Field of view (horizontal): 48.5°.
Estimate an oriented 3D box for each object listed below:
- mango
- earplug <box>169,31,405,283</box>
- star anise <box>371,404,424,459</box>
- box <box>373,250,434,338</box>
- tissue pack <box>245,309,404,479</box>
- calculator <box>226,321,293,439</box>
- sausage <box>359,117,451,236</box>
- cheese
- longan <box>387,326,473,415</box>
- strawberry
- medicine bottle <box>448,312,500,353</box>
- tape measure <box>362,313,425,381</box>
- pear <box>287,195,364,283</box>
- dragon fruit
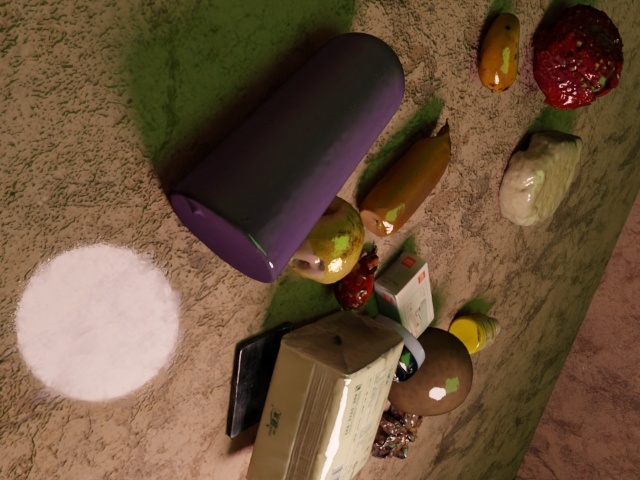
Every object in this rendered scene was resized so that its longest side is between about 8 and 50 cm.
[{"bbox_3d":[0.416,-0.431,1.646,0.115,0.090,0.178,-38,140,-45],"label":"mango"},{"bbox_3d":[-0.026,-0.162,1.174,0.456,0.215,0.215,-51,146,-20],"label":"earplug"},{"bbox_3d":[0.253,0.589,2.222,0.223,0.109,0.236,-49,144,-23],"label":"star anise"},{"bbox_3d":[0.220,0.159,1.857,0.135,0.079,0.269,-45,145,-22],"label":"box"},{"bbox_3d":[0.015,0.375,1.607,0.297,0.207,0.380,-15,125,-57],"label":"tissue pack"},{"bbox_3d":[-0.132,0.305,1.555,0.161,0.021,0.261,-20,130,-44],"label":"calculator"},{"bbox_3d":[0.211,-0.147,1.587,0.328,0.112,0.112,-50,146,-19],"label":"sausage"},{"bbox_3d":[0.666,-0.199,2.145,0.326,0.115,0.318,-55,147,-10],"label":"cheese"},{"bbox_3d":[0.297,0.368,1.990,0.258,0.258,0.258,-33,139,-35],"label":"longan"},{"bbox_3d":[0.683,-0.466,1.859,0.274,0.220,0.274,-30,137,-32],"label":"strawberry"},{"bbox_3d":[0.517,0.296,2.324,0.212,0.122,0.121,-4,118,-53],"label":"medicine bottle"},{"bbox_3d":[0.174,0.270,1.790,0.107,0.181,0.182,-47,144,-24],"label":"tape measure"},{"bbox_3d":[0.000,0.000,1.359,0.178,0.178,0.178,-33,139,-35],"label":"pear"},{"bbox_3d":[0.086,0.075,1.625,0.094,0.094,0.190,78,30,-47],"label":"dragon fruit"}]
